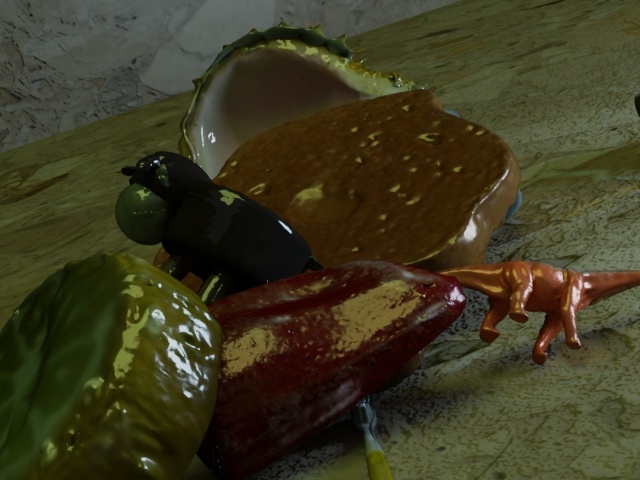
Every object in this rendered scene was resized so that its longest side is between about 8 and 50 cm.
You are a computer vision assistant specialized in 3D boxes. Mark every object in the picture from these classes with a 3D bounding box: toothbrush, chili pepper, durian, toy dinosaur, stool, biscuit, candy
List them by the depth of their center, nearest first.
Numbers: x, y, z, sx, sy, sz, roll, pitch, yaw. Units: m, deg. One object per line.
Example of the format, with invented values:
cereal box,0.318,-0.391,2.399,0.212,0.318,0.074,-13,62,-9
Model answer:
candy,-0.183,0.132,1.193,0.260,0.118,0.260,-37,32,29
toothbrush,0.044,0.170,1.195,0.021,0.024,0.288,-13,16,-1
chili pepper,-0.004,0.084,1.300,0.252,0.136,0.144,-26,3,-11
toy dinosaur,0.202,0.052,1.344,0.279,0.055,0.101,12,56,1
stool,-0.104,0.004,1.399,0.121,0.217,0.125,-57,-15,-11
biscuit,0.000,0.001,1.538,0.350,0.078,0.455,8,43,31
durian,-0.055,-0.136,1.810,0.305,0.195,0.185,-46,8,13

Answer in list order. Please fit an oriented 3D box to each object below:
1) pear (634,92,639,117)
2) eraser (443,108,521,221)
pear,0.433,-0.152,1.802,0.141,0.104,0.141,-31,-2,-1
eraser,0.102,-0.062,1.785,0.189,0.104,0.290,-20,16,0
